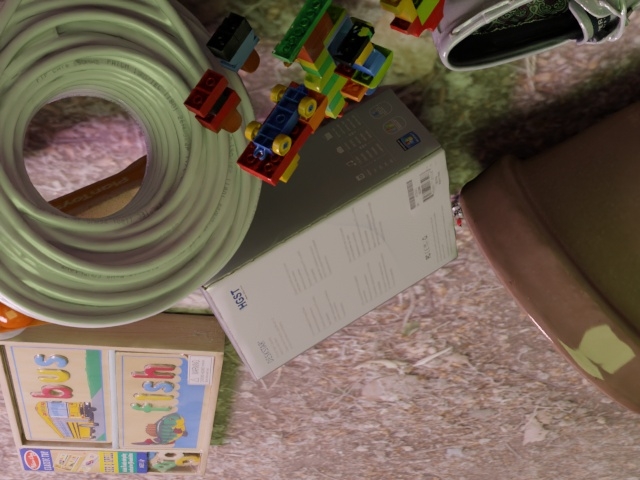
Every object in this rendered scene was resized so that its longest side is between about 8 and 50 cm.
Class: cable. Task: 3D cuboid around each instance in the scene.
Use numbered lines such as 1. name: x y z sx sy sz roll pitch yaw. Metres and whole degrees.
1. cable: -0.169 -0.067 0.734 0.257 0.257 0.089 45 158 -19

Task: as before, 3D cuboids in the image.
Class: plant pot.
1. plant pot: 0.290 -0.020 0.871 0.263 0.263 0.229 30 116 -38

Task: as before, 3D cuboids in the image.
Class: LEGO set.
1. LEGO set: 0.145 -0.025 1.015 0.054 0.023 0.083 6 145 -12

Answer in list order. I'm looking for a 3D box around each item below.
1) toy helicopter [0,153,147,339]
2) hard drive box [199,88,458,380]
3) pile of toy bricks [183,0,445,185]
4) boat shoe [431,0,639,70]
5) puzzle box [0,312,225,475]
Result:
1. toy helicopter: -0.244 0.002 0.840 0.355 0.235 0.140 -26 116 -18
2. hard drive box: 0.000 0.000 0.900 0.232 0.089 0.181 -31 147 -9
3. pile of toy bricks: 0.004 -0.129 0.730 0.118 0.212 0.105 29 169 28
4. boat shoe: 0.192 -0.177 0.742 0.227 0.081 0.079 -14 144 18
5. puzzle box: -0.275 0.212 1.321 0.272 0.052 0.409 4 146 -7
